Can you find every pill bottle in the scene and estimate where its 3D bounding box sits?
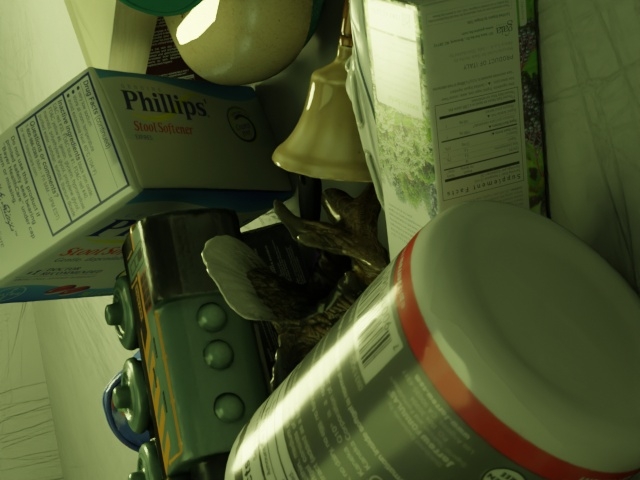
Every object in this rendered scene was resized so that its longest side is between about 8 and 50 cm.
[{"bbox_3d":[0.061,0.159,0.975,0.363,0.210,0.210,-50,54,35],"label":"pill bottle"}]

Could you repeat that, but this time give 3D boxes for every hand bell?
[{"bbox_3d":[0.028,-0.182,1.185,0.126,0.126,0.242,-144,54,-59],"label":"hand bell"}]

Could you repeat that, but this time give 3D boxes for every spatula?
[{"bbox_3d":[0.000,0.000,1.405,0.296,0.030,0.084,77,169,-63],"label":"spatula"}]

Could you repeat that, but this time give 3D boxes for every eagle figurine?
[{"bbox_3d":[0.026,0.110,1.250,0.225,0.226,0.298,31,131,34],"label":"eagle figurine"}]

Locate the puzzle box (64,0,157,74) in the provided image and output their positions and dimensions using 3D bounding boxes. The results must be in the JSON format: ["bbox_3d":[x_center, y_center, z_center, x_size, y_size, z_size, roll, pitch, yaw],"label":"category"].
[{"bbox_3d":[-0.239,-0.324,1.438,0.409,0.052,0.272,134,118,-73],"label":"puzzle box"}]

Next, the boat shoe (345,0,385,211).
[{"bbox_3d":[0.056,-0.129,1.113,0.084,0.095,0.258,12,115,53],"label":"boat shoe"}]

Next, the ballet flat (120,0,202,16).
[{"bbox_3d":[-0.027,-0.348,1.029,0.483,0.164,0.182,-31,45,47],"label":"ballet flat"}]

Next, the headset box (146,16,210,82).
[{"bbox_3d":[-0.216,-0.279,1.705,0.218,0.110,0.293,-135,35,-52],"label":"headset box"}]

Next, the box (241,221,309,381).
[{"bbox_3d":[-0.041,0.210,1.609,0.318,0.097,0.394,132,120,-67],"label":"box"}]

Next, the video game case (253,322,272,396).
[{"bbox_3d":[-0.072,0.207,1.472,0.190,0.022,0.173,108,152,-57],"label":"video game case"}]

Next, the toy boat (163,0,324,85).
[{"bbox_3d":[-0.082,-0.315,1.314,0.267,0.148,0.318,-20,91,65],"label":"toy boat"}]

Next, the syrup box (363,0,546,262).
[{"bbox_3d":[0.104,-0.077,1.035,0.093,0.096,0.236,-146,44,-61],"label":"syrup box"}]

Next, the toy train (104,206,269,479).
[{"bbox_3d":[-0.121,0.127,1.327,0.190,0.142,0.333,127,135,-62],"label":"toy train"}]

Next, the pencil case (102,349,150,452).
[{"bbox_3d":[-0.197,0.190,1.836,0.306,0.133,0.119,-66,-11,-80],"label":"pencil case"}]

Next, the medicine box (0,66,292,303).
[{"bbox_3d":[-0.230,-0.054,1.525,0.289,0.263,0.149,-29,75,32],"label":"medicine box"}]
